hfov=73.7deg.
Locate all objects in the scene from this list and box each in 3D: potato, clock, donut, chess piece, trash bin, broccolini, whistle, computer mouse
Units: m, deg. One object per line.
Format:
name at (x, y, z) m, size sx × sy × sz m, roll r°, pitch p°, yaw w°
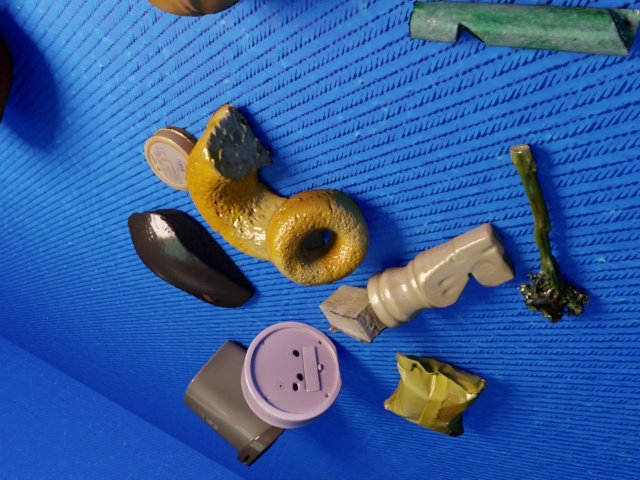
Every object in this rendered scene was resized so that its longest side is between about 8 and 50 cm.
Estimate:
potato at (0.057, 0.119, 0.713) m, size 0.122 × 0.086 × 0.061 m, roll 5°, pitch 129°, yaw 59°
clock at (-0.057, 0.266, 0.856) m, size 0.197 × 0.196 × 0.068 m, roll 29°, pitch 140°, yaw 4°
donut at (0.000, 0.000, 0.600) m, size 0.152 × 0.058 × 0.151 m, roll -5°, pitch 114°, yaw -12°
chess piece at (0.167, 0.052, 0.603) m, size 0.200 × 0.090 × 0.090 m, roll -31°, pitch 110°, yaw 35°
trash bin at (-0.187, 0.399, 1.071) m, size 0.250 × 0.219 × 0.219 m, roll 35°, pitch 138°, yaw 8°
broccolini at (0.267, -0.003, 0.522) m, size 0.057 × 0.071 × 0.254 m, roll 28°, pitch 147°, yaw 63°
whistle at (0.175, -0.192, 0.383) m, size 0.187 × 0.039 × 0.039 m, roll 14°, pitch 136°, yaw 19°
computer mouse at (-0.272, 0.055, 0.869) m, size 0.168 × 0.087 × 0.295 m, roll -21°, pitch 119°, yaw 40°
donut at (-0.120, -0.061, 0.662) m, size 0.152 × 0.101 × 0.259 m, roll -8°, pitch 129°, yaw 45°

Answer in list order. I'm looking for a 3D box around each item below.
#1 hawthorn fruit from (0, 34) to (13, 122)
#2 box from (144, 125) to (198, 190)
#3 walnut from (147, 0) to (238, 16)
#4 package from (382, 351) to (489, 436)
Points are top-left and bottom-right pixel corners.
hawthorn fruit at (-0.617, -0.281, 0.647) m, size 0.369 × 0.284 × 0.284 m, roll -35°, pitch 108°, yaw 26°
box at (-0.235, -0.133, 0.700) m, size 0.106 × 0.037 × 0.105 m, roll 17°, pitch 136°, yaw 17°
walnut at (-0.127, -0.304, 0.374) m, size 0.165 × 0.165 × 0.197 m, roll 14°, pitch 128°, yaw 21°
package at (0.208, 0.288, 0.792) m, size 0.168 × 0.090 × 0.226 m, roll 17°, pitch 140°, yaw 14°
